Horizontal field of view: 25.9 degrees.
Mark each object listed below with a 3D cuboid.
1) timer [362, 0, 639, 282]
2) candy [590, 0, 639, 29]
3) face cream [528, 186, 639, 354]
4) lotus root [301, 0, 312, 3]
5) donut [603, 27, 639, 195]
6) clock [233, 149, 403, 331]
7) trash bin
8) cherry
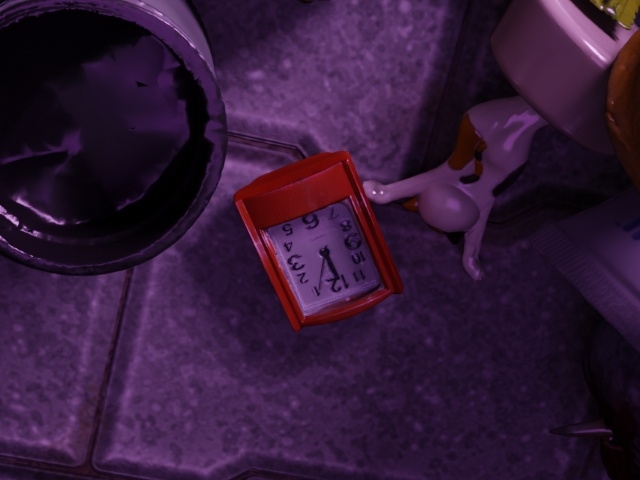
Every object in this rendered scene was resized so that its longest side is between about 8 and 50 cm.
[{"bbox_3d":[0.170,-0.092,1.246,0.175,0.175,0.266,35,118,-16],"label":"timer"},{"bbox_3d":[0.197,-0.289,1.180,0.246,0.149,0.069,44,136,-15],"label":"candy"},{"bbox_3d":[0.423,-0.013,1.237,0.420,0.235,0.137,-25,141,-17],"label":"face cream"},{"bbox_3d":[-0.013,-0.236,1.169,0.143,0.144,0.070,9,116,0],"label":"lotus root"},{"bbox_3d":[0.386,-0.068,1.070,0.330,0.160,0.329,7,69,-18],"label":"donut"},{"bbox_3d":[0.000,0.000,1.289,0.113,0.061,0.155,-20,114,6],"label":"clock"},{"bbox_3d":[-0.189,-0.114,1.120,0.217,0.262,0.277,-16,111,-1],"label":"trash bin"},{"bbox_3d":[0.361,0.146,1.297,0.296,0.218,0.255,-22,126,-6],"label":"cherry"}]
